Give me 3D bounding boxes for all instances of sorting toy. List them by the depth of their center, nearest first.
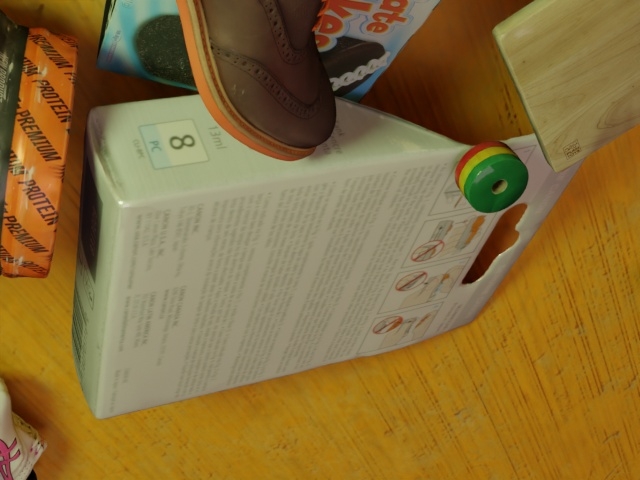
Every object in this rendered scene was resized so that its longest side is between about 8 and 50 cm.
[{"bbox_3d":[0.192,-0.137,0.640,0.274,0.046,0.132,-32,133,5],"label":"sorting toy"}]

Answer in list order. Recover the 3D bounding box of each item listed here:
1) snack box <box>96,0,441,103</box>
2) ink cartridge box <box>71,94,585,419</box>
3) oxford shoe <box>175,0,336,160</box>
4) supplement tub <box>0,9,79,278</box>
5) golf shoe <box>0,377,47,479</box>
[{"bbox_3d":[-0.010,-0.186,0.573,0.187,0.060,0.322,10,154,-19],"label":"snack box"},{"bbox_3d":[0.000,0.000,0.788,0.385,0.091,0.308,-12,149,-24],"label":"ink cartridge box"},{"bbox_3d":[-0.024,-0.129,0.515,0.098,0.097,0.271,-9,152,14],"label":"oxford shoe"},{"bbox_3d":[-0.330,-0.074,0.597,0.338,0.207,0.207,8,129,-17],"label":"supplement tub"},{"bbox_3d":[-0.307,0.187,0.935,0.086,0.067,0.186,-11,141,-30],"label":"golf shoe"}]
